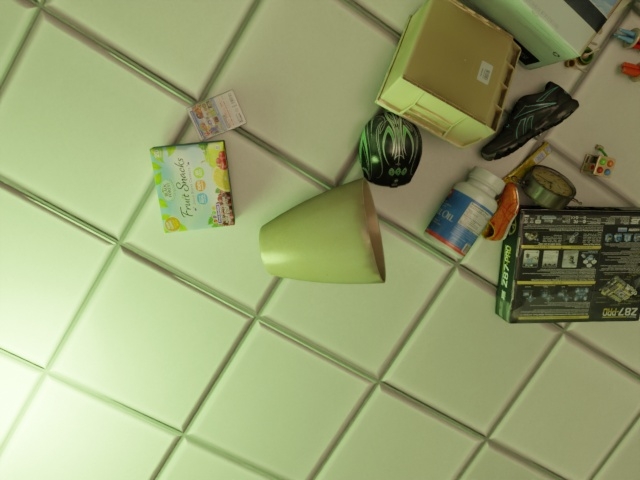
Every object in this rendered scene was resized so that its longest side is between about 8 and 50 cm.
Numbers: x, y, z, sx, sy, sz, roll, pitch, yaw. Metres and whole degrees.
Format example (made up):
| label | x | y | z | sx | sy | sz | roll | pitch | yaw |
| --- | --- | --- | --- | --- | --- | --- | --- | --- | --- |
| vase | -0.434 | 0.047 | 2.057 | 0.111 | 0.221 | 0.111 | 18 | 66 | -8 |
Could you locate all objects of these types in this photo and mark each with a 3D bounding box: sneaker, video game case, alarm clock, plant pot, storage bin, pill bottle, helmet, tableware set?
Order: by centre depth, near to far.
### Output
| label | x | y | z | sx | sy | sz | roll | pitch | yaw |
| --- | --- | --- | --- | --- | --- | --- | --- | --- | --- |
| storage bin | 0.304 | -0.391 | 1.186 | 0.260 | 0.123 | 0.262 | 26 | 72 | -12 |
| video game case | -0.253 | -0.304 | 1.242 | 0.122 | 0.011 | 0.087 | -23 | 105 | -2 |
| plant pot | 0.000 | 0.000 | 1.243 | 0.274 | 0.256 | 0.256 | -11 | 104 | 13 |
| helmet | 0.170 | -0.228 | 1.244 | 0.169 | 0.169 | 0.161 | -2 | 120 | -7 |
| tableware set | 0.669 | -0.516 | 1.304 | 0.104 | 0.024 | 0.154 | 15 | 101 | -10 |
| sneaker | 0.519 | -0.303 | 1.311 | 0.267 | 0.101 | 0.106 | -33 | 82 | 2 |
| pill bottle | 0.374 | -0.074 | 1.315 | 0.124 | 0.124 | 0.221 | 31 | 96 | -13 |
| alarm clock | 0.571 | -0.139 | 1.321 | 0.192 | 0.129 | 0.064 | 11 | 133 | -19 |
| sneaker | 0.471 | -0.070 | 1.338 | 0.067 | 0.064 | 0.175 | 1 | 121 | -11 |

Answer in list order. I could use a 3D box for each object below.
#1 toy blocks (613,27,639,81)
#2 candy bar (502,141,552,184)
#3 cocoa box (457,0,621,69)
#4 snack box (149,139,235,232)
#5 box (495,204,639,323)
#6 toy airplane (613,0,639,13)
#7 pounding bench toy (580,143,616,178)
| label | x | y | z | sx | sy | sz | roll | pitch | yaw |
| --- | --- | --- | --- | --- | --- | --- | --- | --- | --- |
| toy blocks | 0.815 | -0.476 | 1.316 | 0.148 | 0.054 | 0.123 | 13 | 100 | -10 |
| candy bar | 0.553 | -0.200 | 1.363 | 0.161 | 0.018 | 0.040 | -43 | 107 | 3 |
| cocoa box | 0.473 | -0.597 | 1.154 | 0.347 | 0.231 | 0.228 | 35 | 95 | -13 |
| snack box | -0.306 | -0.132 | 1.241 | 0.174 | 0.070 | 0.207 | -6 | 105 | -6 |
| box | 0.697 | 0.065 | 1.402 | 0.395 | 0.097 | 0.318 | -1 | 101 | -7 |
| toy airplane | 0.861 | -0.708 | 1.124 | 0.384 | 0.272 | 0.386 | -3 | 139 | 12 |
| pounding bench toy | 0.747 | -0.213 | 1.360 | 0.052 | 0.065 | 0.083 | 12 | 100 | -9 |
